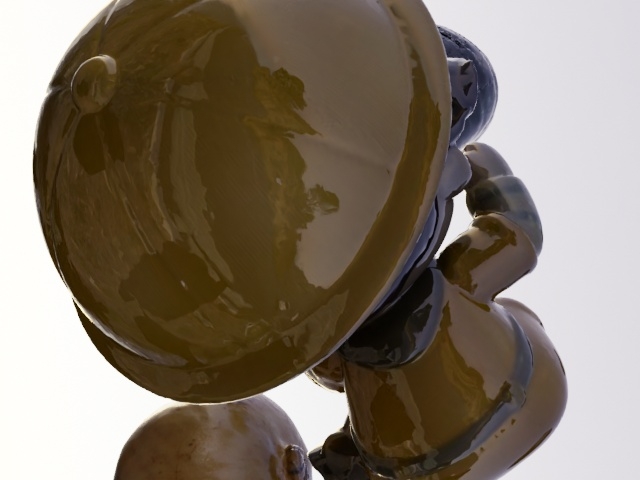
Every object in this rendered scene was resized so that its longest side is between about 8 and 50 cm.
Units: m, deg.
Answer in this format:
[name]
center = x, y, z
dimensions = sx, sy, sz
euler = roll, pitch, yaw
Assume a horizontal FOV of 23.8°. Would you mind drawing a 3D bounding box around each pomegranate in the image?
[pomegranate]
center = -0.111, 0.276, 1.646
dimensions = 0.248, 0.248, 0.248
euler = 173, -90, -74

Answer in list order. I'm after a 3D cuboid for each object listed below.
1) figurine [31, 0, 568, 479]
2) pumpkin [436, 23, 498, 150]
[figurine]
center = 0.000, 0.002, 0.614
dimensions = 0.257, 0.192, 0.167
euler = 45, 11, -21
[pumpkin]
center = 0.086, -0.130, 1.649
dimensions = 0.163, 0.233, 0.233
euler = 49, -23, 7
